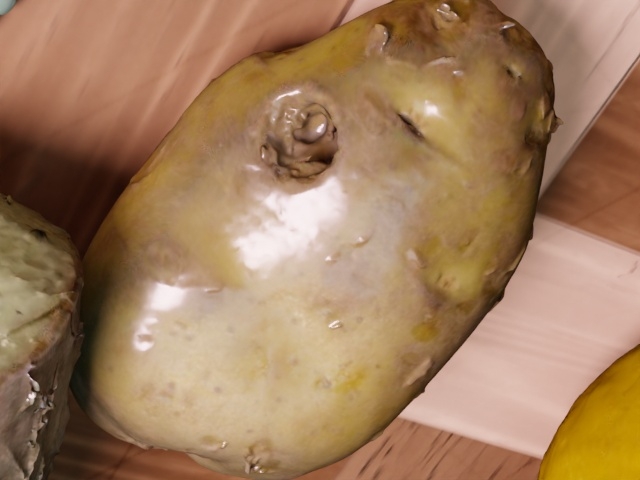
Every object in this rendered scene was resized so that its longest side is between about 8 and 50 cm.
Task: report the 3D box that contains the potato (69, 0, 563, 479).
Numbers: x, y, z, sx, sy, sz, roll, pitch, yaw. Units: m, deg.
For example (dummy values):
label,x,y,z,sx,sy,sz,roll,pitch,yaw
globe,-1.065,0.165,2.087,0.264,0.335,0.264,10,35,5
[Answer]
label,x,y,z,sx,sy,sz,roll,pitch,yaw
potato,0.000,0.000,0.750,0.191,0.141,0.296,38,106,-23

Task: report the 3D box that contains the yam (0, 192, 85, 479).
label,x,y,z,sx,sy,sz,roll,pitch,yaw
yam,-0.224,0.083,0.707,0.202,0.201,0.271,20,134,-4

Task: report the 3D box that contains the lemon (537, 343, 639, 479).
label,x,y,z,sx,sy,sz,roll,pitch,yaw
lemon,0.266,0.186,0.871,0.297,0.297,0.297,-7,128,-10

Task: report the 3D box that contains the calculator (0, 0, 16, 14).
label,x,y,z,sx,sy,sz,roll,pitch,yaw
calculator,-0.189,-0.153,0.657,0.095,0.021,0.153,-27,125,7
